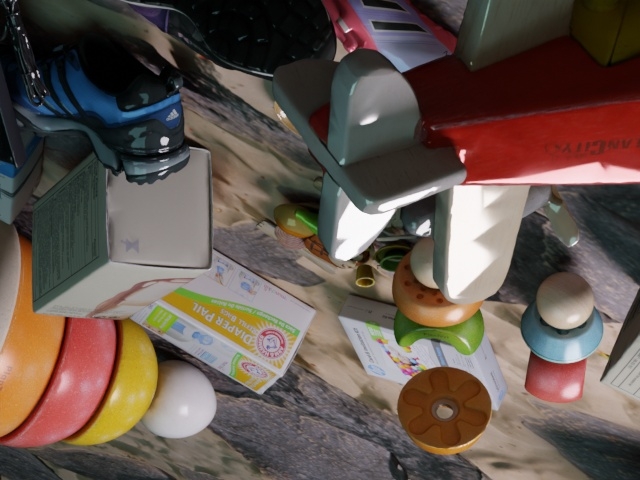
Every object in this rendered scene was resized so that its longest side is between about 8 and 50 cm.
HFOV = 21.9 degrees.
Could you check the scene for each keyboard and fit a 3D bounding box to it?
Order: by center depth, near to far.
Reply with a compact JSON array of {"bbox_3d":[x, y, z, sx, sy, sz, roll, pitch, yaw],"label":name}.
[{"bbox_3d":[-0.358,-0.219,1.722,0.202,0.033,0.317,18,132,36],"label":"keyboard"}]

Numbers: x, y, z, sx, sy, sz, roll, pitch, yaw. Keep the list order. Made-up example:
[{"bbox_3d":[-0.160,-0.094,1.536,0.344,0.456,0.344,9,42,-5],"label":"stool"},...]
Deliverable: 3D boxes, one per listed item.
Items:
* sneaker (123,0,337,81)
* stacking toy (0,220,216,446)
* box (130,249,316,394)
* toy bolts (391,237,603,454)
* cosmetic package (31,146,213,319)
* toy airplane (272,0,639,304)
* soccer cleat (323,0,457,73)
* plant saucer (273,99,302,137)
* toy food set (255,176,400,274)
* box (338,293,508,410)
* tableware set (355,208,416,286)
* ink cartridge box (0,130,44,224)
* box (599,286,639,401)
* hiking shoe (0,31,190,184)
[{"bbox_3d":[-0.068,-0.201,1.500,0.283,0.107,0.124,33,175,40],"label":"sneaker"},{"bbox_3d":[-0.361,0.192,2.393,0.480,0.350,0.351,25,160,-32],"label":"stacking toy"},{"bbox_3d":[-0.125,0.096,2.133,0.203,0.103,0.114,31,155,-7],"label":"box"},{"bbox_3d":[0.184,0.103,1.751,0.229,0.218,0.158,4,144,7],"label":"toy bolts"},{"bbox_3d":[-0.240,-0.007,1.963,0.129,0.153,0.296,6,166,-25],"label":"cosmetic package"},{"bbox_3d":[0.150,-0.128,1.237,0.386,0.272,0.384,-34,135,26],"label":"toy airplane"},{"bbox_3d":[0.075,-0.174,1.469,0.248,0.095,0.083,53,170,-12],"label":"soccer cleat"},{"bbox_3d":[-0.007,-0.128,1.693,0.083,0.015,0.083,22,155,11],"label":"plant saucer"},{"bbox_3d":[0.000,0.000,1.901,0.132,0.038,0.192,33,155,-11],"label":"toy food set"},{"bbox_3d":[0.127,0.138,2.038,0.186,0.038,0.145,15,152,28],"label":"box"},{"bbox_3d":[0.055,0.008,1.828,0.104,0.024,0.154,-3,151,3],"label":"tableware set"},{"bbox_3d":[-0.422,-0.116,2.058,0.140,0.082,0.190,27,154,1],"label":"ink cartridge box"},{"bbox_3d":[0.449,0.136,1.610,0.311,0.121,0.148,26,155,3],"label":"box"},{"bbox_3d":[-0.260,-0.175,1.792,0.304,0.113,0.132,23,125,25],"label":"hiking shoe"}]
